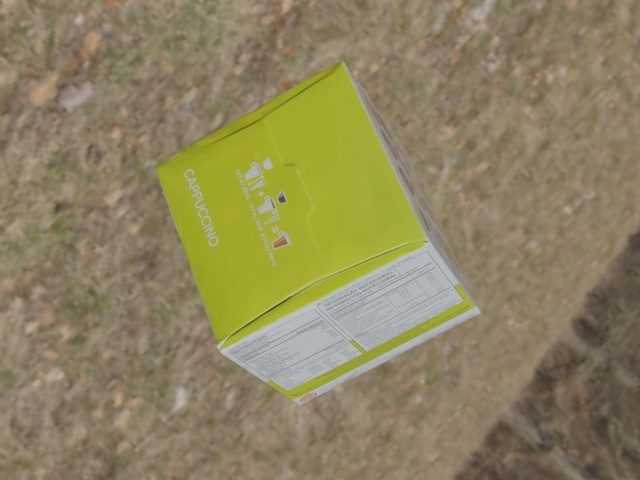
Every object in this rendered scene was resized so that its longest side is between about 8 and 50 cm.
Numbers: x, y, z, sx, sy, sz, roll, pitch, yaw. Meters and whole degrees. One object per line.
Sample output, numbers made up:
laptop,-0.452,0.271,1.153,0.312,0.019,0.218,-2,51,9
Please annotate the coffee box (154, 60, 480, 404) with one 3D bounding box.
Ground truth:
coffee box,0.000,0.000,1.779,0.338,0.337,0.334,-28,152,9
